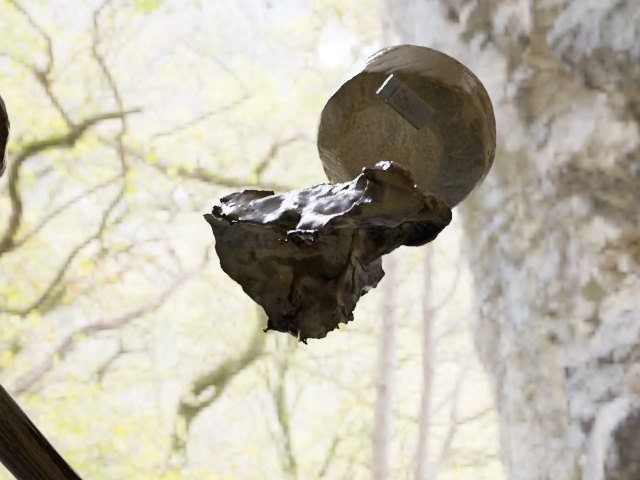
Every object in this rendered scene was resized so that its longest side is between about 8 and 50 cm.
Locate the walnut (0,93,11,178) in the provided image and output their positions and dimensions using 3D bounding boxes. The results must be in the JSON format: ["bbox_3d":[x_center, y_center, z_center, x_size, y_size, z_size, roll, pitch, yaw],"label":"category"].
[{"bbox_3d":[-0.514,-0.121,1.552,0.296,0.285,0.285,-38,12,-2],"label":"walnut"}]

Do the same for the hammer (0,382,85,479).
[{"bbox_3d":[-0.236,0.225,1.223,0.409,0.095,0.242,46,18,14],"label":"hammer"}]

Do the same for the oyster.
[{"bbox_3d":[-0.005,-0.007,1.414,0.337,0.198,0.133,-28,28,59],"label":"oyster"}]

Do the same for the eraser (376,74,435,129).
[{"bbox_3d":[0.124,-0.200,1.951,0.083,0.038,0.019,39,0,-11],"label":"eraser"}]

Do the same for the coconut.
[{"bbox_3d":[0.138,-0.174,2.199,0.329,0.328,0.329,-5,9,1],"label":"coconut"}]
